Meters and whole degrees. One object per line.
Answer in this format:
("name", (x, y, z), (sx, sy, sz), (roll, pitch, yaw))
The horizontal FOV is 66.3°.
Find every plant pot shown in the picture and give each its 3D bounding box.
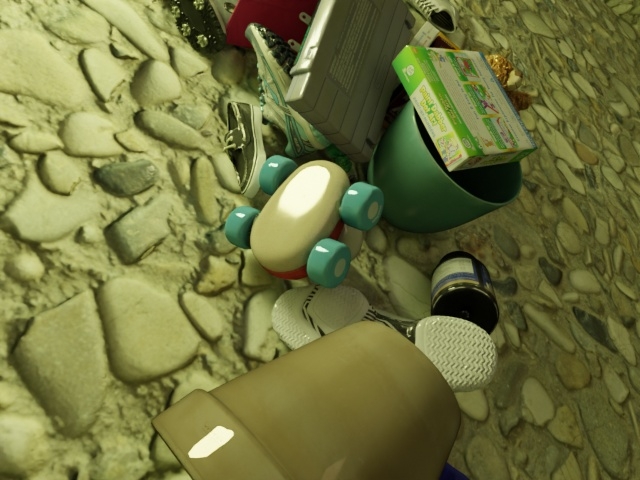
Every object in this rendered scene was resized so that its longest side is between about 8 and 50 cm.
("plant pot", (0.008, 0.251, 0.588), (0.280, 0.323, 0.323), (-37, 88, -27))
("plant pot", (0.240, -0.148, 1.058), (0.292, 0.235, 0.293), (16, 57, -26))

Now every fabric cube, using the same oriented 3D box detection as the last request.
("fabric cube", (-0.086, -0.589, 1.073), (0.258, 0.259, 0.254), (-2, 66, -37))

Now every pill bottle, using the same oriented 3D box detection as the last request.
("pill bottle", (0.284, 0.101, 0.985), (0.123, 0.123, 0.219), (45, 22, -5))

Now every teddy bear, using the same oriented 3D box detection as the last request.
("teddy bear", (0.489, -0.323, 1.314), (0.245, 0.113, 0.338), (-7, 108, -32))

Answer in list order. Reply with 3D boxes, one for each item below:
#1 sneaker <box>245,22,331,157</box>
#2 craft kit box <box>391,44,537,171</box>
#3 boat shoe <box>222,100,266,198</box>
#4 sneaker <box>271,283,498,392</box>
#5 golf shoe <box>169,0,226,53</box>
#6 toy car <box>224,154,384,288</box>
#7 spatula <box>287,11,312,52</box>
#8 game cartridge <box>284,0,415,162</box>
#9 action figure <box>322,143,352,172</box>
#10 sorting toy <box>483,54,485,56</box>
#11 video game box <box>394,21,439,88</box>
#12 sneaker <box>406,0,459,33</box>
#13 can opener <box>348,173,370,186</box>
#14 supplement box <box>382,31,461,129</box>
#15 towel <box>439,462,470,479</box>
("sneaker", (-0.087, -0.294, 0.981), (0.283, 0.122, 0.110), (61, 26, -3))
("craft kit box", (0.289, -0.263, 0.965), (0.246, 0.061, 0.250), (-11, 72, -40))
("boat shoe", (-0.150, -0.174, 0.923), (0.070, 0.078, 0.219), (13, 51, -28))
("sneaker", (0.101, 0.186, 0.846), (0.365, 0.210, 0.138), (11, 68, 14))
("golf shoe", (-0.262, -0.512, 1.016), (0.273, 0.105, 0.120), (55, 42, 3))
("toy car", (0.000, 0.000, 0.869), (0.210, 0.219, 0.238), (-59, 147, -15))
("spatula", (0.026, -0.366, 1.053), (0.242, 0.019, 0.168), (32, 88, -12))
("game cartridge", (0.067, -0.363, 0.961), (0.230, 0.068, 0.355), (31, 72, -39))
("action figure", (0.010, -0.247, 1.073), (0.137, 0.063, 0.232), (-11, 67, -39))
("sorting toy", (0.563, -0.466, 1.578), (0.229, 0.041, 0.307), (-25, 80, -40))
("video game box", (0.184, -0.409, 1.185), (0.048, 0.205, 0.187), (41, 49, -6))
("sneaker", (0.350, -0.755, 1.561), (0.258, 0.094, 0.091), (21, 51, -24))
("can opener", (0.028, -0.098, 1.004), (0.186, 0.059, 0.073), (-4, 68, -35))
("supplement box", (0.266, -0.371, 1.227), (0.129, 0.191, 0.194), (35, 51, -12))
("towel", (0.157, 0.491, 0.753), (0.227, 0.076, 0.308), (36, 51, -11))
